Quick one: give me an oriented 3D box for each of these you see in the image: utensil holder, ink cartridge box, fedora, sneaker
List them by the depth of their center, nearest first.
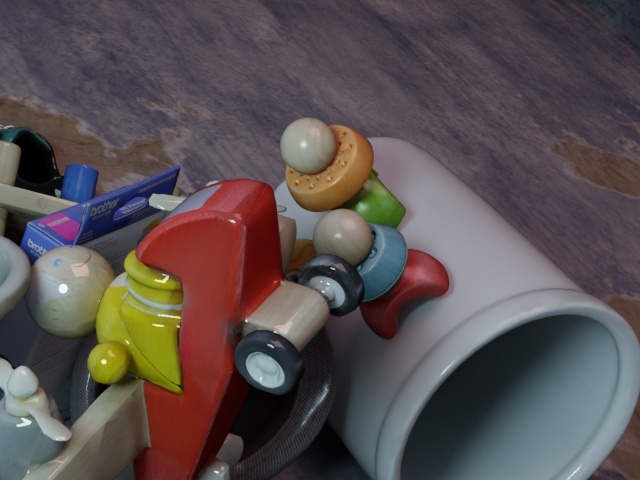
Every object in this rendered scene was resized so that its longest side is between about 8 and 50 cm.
[{"bbox_3d":[-0.255,0.061,1.783,0.065,0.311,0.186,34,26,15],"label":"ink cartridge box"},{"bbox_3d":[-0.130,0.147,1.852,0.243,0.275,0.124,58,-11,-6],"label":"fedora"},{"bbox_3d":[0.124,0.104,2.028,0.328,0.327,0.385,4,29,-36],"label":"utensil holder"},{"bbox_3d":[-0.400,-0.107,2.206,0.302,0.121,0.108,39,29,30],"label":"sneaker"}]

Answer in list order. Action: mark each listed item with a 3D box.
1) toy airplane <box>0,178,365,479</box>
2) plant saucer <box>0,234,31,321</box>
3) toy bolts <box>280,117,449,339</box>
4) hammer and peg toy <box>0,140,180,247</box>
[{"bbox_3d":[-0.155,0.111,1.618,0.272,0.384,0.386,33,-1,7],"label":"toy airplane"},{"bbox_3d":[-0.451,0.081,1.545,0.401,0.100,0.400,-2,16,1],"label":"plant saucer"},{"bbox_3d":[0.000,0.000,1.850,0.158,0.218,0.228,43,4,-43],"label":"toy bolts"},{"bbox_3d":[-0.342,-0.020,1.952,0.361,0.127,0.266,15,-14,-20],"label":"hammer and peg toy"}]
